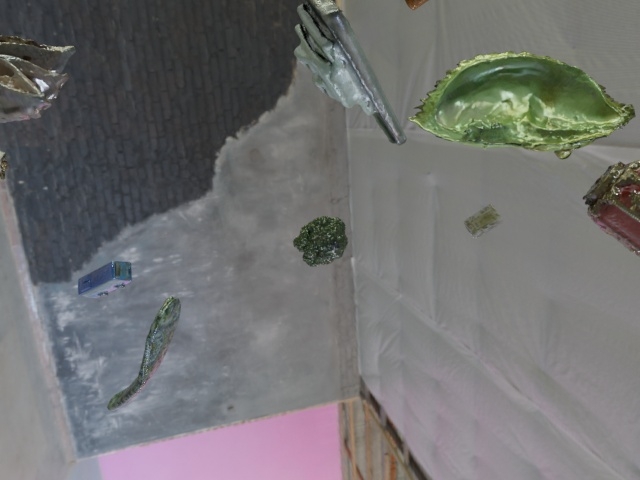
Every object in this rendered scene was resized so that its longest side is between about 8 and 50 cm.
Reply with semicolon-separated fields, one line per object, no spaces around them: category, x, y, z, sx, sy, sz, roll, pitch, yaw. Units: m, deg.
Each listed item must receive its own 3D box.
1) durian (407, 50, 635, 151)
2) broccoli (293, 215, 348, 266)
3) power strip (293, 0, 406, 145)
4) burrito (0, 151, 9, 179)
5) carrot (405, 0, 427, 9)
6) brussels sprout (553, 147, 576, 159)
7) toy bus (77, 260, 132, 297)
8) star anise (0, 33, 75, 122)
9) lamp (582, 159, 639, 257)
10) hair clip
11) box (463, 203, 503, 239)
durian;0.376;-0.262;0.932;0.198;0.394;0.163;-46;143;-50
broccoli;0.000;0.000;1.369;0.138;0.162;0.145;24;-53;53
power strip;0.013;-0.221;0.602;0.198;0.064;0.213;46;15;-42
burrito;-0.504;-0.119;0.656;0.041;0.186;0.045;-69;171;-51
carrot;0.129;-0.277;0.508;0.093;0.032;0.032;-22;-106;44
brussels sprout;0.739;-0.280;1.463;0.051;0.046;0.083;-57;178;-47
toy bus;-0.469;0.085;1.064;0.153;0.061;0.051;-21;-114;32
star anise;-0.290;-0.131;0.399;0.182;0.195;0.065;-50;151;-43
lamp;0.722;-0.052;1.062;0.274;0.177;0.177;43;-27;15
hair clip;-0.240;0.167;0.671;0.229;0.036;0.066;-55;-175;26
box;0.469;-0.054;1.410;0.062;0.098;0.045;64;12;24
